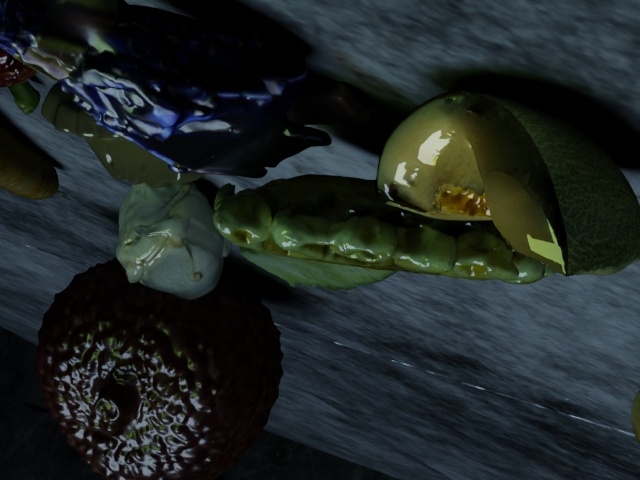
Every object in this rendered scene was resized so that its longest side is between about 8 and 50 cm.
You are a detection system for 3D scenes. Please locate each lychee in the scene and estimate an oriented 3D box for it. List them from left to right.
[{"bbox_3d":[-0.161,0.128,2.039,0.260,0.260,0.260,23,170,4],"label":"lychee"}]

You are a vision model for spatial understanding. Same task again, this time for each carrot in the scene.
[{"bbox_3d":[-0.294,-0.076,1.773,0.078,0.078,0.298,19,173,21],"label":"carrot"}]

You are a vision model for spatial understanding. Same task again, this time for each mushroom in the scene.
[{"bbox_3d":[-0.126,0.006,1.741,0.096,0.099,0.278,28,174,6],"label":"mushroom"}]

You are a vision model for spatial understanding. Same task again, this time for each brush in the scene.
[{"bbox_3d":[-0.074,-0.076,1.285,0.084,0.071,0.301,35,160,-35],"label":"brush"}]

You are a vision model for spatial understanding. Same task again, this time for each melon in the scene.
[{"bbox_3d":[0.112,-0.035,1.060,0.128,0.079,0.160,4,-170,-37],"label":"melon"}]

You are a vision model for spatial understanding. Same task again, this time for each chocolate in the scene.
[{"bbox_3d":[-0.132,-0.112,1.088,0.343,0.126,0.148,25,130,-26],"label":"chocolate"}]

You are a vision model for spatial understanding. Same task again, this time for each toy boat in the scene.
[{"bbox_3d":[0.000,0.000,1.522,0.093,0.055,0.293,30,168,-18],"label":"toy boat"}]

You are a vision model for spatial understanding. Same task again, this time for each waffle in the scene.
[{"bbox_3d":[0.041,-0.009,1.216,0.214,0.054,0.208,9,-177,5],"label":"waffle"}]

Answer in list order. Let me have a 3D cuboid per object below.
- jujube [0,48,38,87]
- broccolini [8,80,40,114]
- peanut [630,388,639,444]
[{"bbox_3d":[-0.248,-0.142,1.240,0.166,0.104,0.104,19,170,-1],"label":"jujube"},{"bbox_3d":[-0.243,-0.131,1.426,0.051,0.054,0.239,8,170,7],"label":"broccolini"},{"bbox_3d":[0.302,0.136,1.413,0.159,0.109,0.140,16,-171,-43],"label":"peanut"}]
